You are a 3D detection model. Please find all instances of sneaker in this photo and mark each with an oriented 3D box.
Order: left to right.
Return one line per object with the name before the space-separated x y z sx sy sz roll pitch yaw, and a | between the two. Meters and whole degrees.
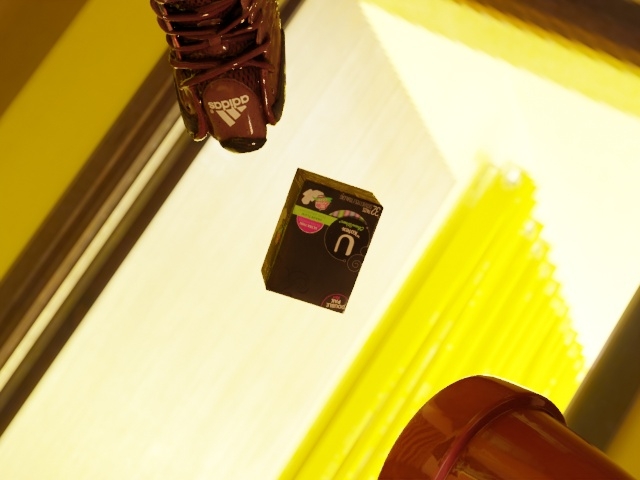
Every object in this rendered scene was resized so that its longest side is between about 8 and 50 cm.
sneaker | -0.053 -0.131 0.775 0.106 0.163 0.281 -7 5 3

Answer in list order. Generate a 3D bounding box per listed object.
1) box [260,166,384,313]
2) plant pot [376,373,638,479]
box | 0.000 0.000 0.941 0.062 0.083 0.052 19 11 -10
plant pot | 0.166 0.226 1.035 0.180 0.201 0.201 21 -17 43
